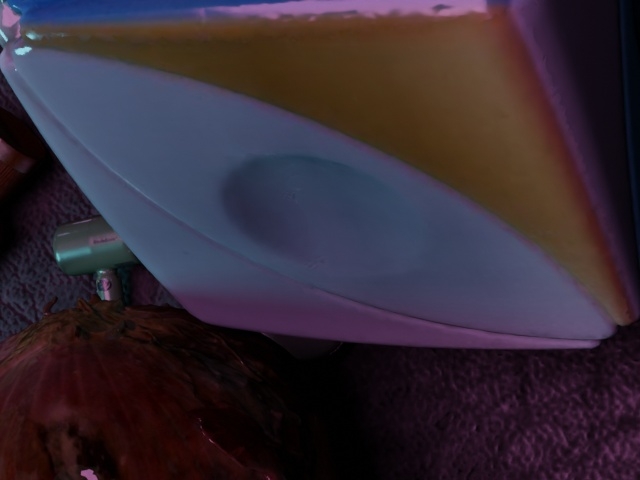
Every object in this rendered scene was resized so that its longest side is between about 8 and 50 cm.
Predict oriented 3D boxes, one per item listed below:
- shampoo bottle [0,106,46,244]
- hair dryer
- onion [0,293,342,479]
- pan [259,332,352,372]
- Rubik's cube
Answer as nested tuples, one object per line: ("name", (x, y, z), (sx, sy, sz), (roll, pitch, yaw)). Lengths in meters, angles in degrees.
("shampoo bottle", (-0.359, 0.019, 1.547), (0.314, 0.076, 0.118), (-45, 62, 15))
("hair dryer", (-0.168, 0.053, 1.463), (0.071, 0.047, 0.150), (-11, 84, 25))
("onion", (-0.152, 0.181, 1.252), (0.354, 0.354, 0.353), (-5, 80, 27))
("pan", (0.002, 0.000, 1.377), (0.115, 0.040, 0.212), (27, 102, 29))
("Rubik's cube", (0.042, -0.156, 1.152), (0.352, 0.347, 0.351), (-1, 55, 22))
